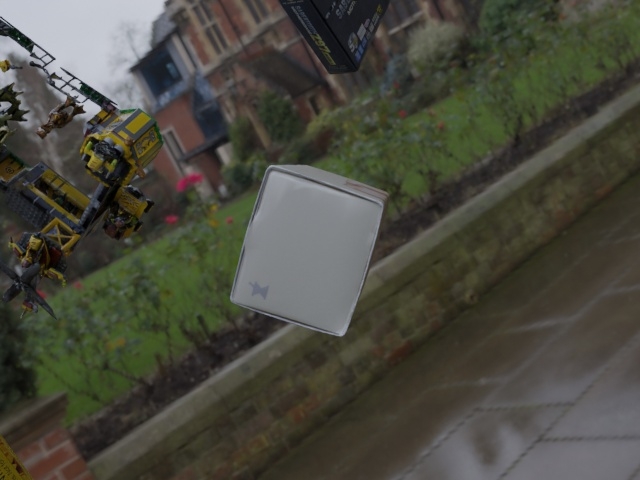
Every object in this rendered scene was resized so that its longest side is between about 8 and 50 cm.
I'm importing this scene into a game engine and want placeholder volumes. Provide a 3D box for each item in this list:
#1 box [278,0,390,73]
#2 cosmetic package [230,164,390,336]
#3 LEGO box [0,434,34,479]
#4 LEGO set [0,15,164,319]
[{"bbox_3d":[0.032,-0.393,1.369,0.059,0.183,0.233,1,56,38],"label":"box"},{"bbox_3d":[0.000,0.000,1.068,0.129,0.153,0.296,18,8,4],"label":"cosmetic package"},{"bbox_3d":[-0.434,0.165,0.582,0.193,0.500,0.372,12,46,40],"label":"LEGO box"},{"bbox_3d":[-0.347,-0.084,0.954,0.255,0.331,0.192,-41,11,39],"label":"LEGO set"}]
